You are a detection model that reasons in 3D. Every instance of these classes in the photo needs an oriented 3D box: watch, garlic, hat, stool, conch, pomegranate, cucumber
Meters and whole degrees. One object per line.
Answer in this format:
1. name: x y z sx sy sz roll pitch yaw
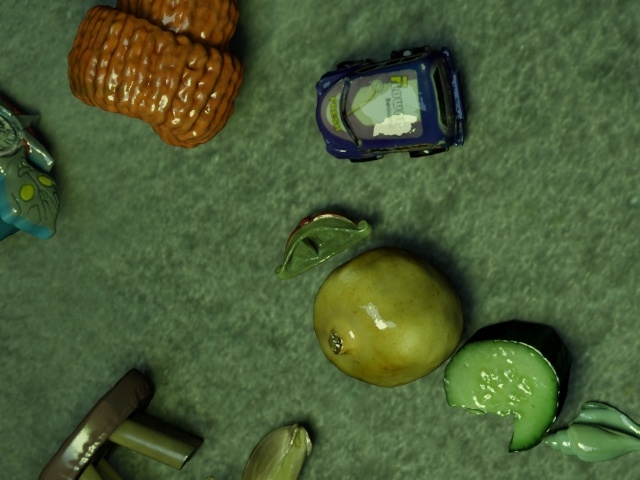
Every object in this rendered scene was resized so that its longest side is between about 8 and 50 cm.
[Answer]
1. watch: -0.591 -0.079 2.002 0.305 0.241 0.274 47 125 3
2. garlic: -0.075 0.385 1.958 0.087 0.101 0.196 25 101 -20
3. hat: -0.208 -0.352 1.831 0.285 0.285 0.400 28 87 11
4. stool: -0.332 0.370 1.954 0.178 0.272 0.272 37 108 3
5. conch: 0.426 0.306 1.816 0.180 0.088 0.065 -3 141 11
6. pomegranate: 0.103 0.119 1.806 0.233 0.233 0.233 3 100 17
7. cucumber: 0.296 0.213 1.798 0.191 0.130 0.191 3 100 17

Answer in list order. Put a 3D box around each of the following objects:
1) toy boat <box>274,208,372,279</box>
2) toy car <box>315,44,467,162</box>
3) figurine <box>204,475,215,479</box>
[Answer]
1. toy boat: 0.000 -0.001 1.879 0.185 0.089 0.071 -29 45 22
2. toy car: 0.097 -0.204 1.779 0.235 0.158 0.172 -8 96 18
3. figurine: -0.154 0.571 1.992 0.207 0.166 0.387 3 110 54
